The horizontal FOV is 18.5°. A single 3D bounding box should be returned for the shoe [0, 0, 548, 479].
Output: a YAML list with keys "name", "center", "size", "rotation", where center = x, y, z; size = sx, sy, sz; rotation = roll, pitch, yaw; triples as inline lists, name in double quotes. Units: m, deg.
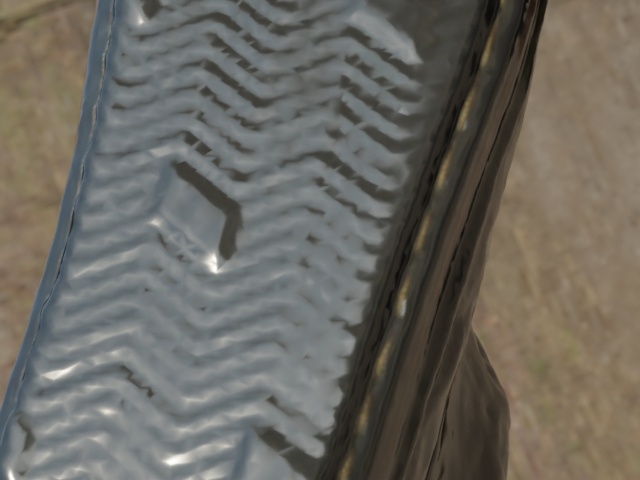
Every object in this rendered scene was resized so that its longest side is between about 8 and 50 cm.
- name: "shoe"
  center: [0.000, 0.000, 0.767]
  size: [0.237, 0.171, 0.384]
  rotation: [67, -149, -63]
